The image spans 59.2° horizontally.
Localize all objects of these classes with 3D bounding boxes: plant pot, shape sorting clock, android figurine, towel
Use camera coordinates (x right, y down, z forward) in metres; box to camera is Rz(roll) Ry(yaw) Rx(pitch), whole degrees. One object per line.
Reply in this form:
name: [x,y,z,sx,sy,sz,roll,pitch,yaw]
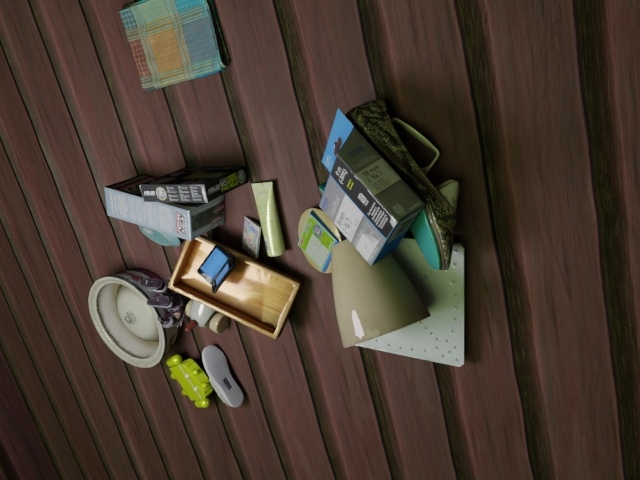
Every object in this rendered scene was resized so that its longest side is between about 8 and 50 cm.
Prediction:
plant pot: [0.136,0.125,1.566,0.256,0.256,0.274,-26,80,36]
shape sorting clock: [0.000,0.000,1.730,0.206,0.040,0.206,25,126,40]
android figurine: [-0.525,0.566,2.273,0.272,0.056,0.248,-25,98,54]
towel: [-0.461,-0.629,1.747,0.369,0.040,0.272,-4,109,32]

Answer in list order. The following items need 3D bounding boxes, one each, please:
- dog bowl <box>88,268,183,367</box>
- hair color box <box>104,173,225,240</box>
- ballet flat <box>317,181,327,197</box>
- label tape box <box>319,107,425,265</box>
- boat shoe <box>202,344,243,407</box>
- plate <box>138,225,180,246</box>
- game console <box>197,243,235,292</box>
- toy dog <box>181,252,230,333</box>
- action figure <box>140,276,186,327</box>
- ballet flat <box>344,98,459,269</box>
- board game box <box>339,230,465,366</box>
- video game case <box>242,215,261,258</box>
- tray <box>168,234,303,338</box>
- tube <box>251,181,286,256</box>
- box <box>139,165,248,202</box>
dog bowl: [-0.728,0.296,2.256,0.407,0.150,0.408,13,118,25]
hair color box: [-0.532,-0.121,1.927,0.374,0.185,0.114,16,118,24]
ballet flat: [0.121,-0.102,1.611,0.280,0.095,0.096,11,128,26]
label tape box: [0.088,-0.130,1.441,0.334,0.105,0.241,50,154,16]
boat shoe: [-0.395,0.533,2.205,0.088,0.096,0.268,-19,106,48]
plate: [-0.598,-0.026,2.049,0.188,0.024,0.188,22,155,11]
game console: [-0.339,0.091,1.824,0.071,0.107,0.122,34,99,-22]
toy dog: [-0.431,0.200,2.028,0.220,0.161,0.334,1,112,30]
action figure: [-0.556,0.216,2.058,0.099,0.285,0.186,-9,71,2]
ballet flat: [0.247,-0.164,1.456,0.483,0.182,0.164,57,170,4]
board game box: [0.242,0.164,1.682,0.389,0.050,0.390,6,115,28]
video game case: [-0.232,-0.010,1.890,0.087,0.011,0.122,36,128,39]
tray: [-0.284,0.147,1.888,0.410,0.076,0.203,24,96,7]
tube: [-0.163,-0.070,1.816,0.070,0.062,0.240,-12,103,-1]
box: [-0.402,-0.182,1.804,0.269,0.216,0.060,3,112,30]
